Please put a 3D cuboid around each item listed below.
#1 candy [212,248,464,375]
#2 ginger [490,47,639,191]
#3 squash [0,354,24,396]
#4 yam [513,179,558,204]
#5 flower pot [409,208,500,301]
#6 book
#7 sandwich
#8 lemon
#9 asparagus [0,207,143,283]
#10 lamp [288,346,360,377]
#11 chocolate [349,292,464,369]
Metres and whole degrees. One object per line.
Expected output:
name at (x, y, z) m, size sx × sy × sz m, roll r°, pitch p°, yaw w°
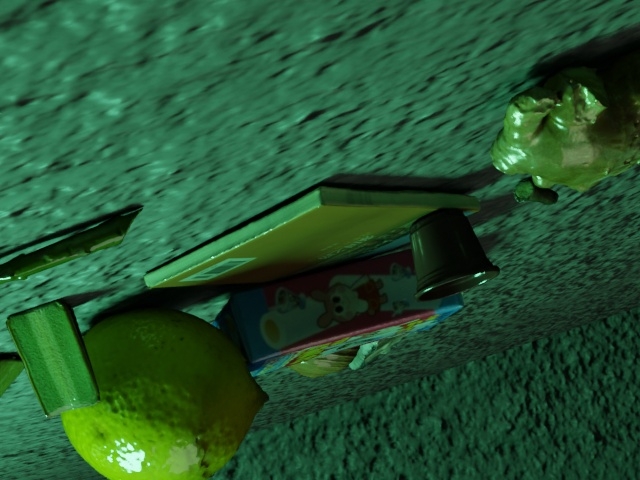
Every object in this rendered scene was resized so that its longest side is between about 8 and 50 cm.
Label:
candy at (0.020, 0.097, 1.925) m, size 0.306 × 0.100 × 0.157 m, roll -13°, pitch 169°, yaw -17°
ginger at (0.274, -0.121, 1.450) m, size 0.216 × 0.102 × 0.157 m, roll -11°, pitch 140°, yaw -17°
squash at (-0.501, 0.191, 1.824) m, size 0.237 × 0.155 × 0.204 m, roll -26°, pitch 131°, yaw 35°
yam at (0.289, -0.060, 1.930) m, size 0.033 × 0.027 × 0.129 m, roll -62°, pitch 156°, yaw 7°
flower pot at (0.152, 0.015, 1.752) m, size 0.111 × 0.089 × 0.111 m, roll -18°, pitch 168°, yaw -4°
book at (0.000, 0.000, 1.731) m, size 0.262 × 0.028 × 0.374 m, roll -26°, pitch 167°, yaw 30°
sandwich at (-0.303, 0.137, 1.643) m, size 0.074 × 0.116 × 0.074 m, roll -19°, pitch 169°, yaw -5°
lemon at (-0.210, 0.197, 1.798) m, size 0.253 × 0.228 × 0.228 m, roll 7°, pitch -179°, yaw 27°
asparagus at (-0.275, 0.021, 1.375) m, size 0.236 × 0.027 × 0.034 m, roll -21°, pitch 180°, yaw 4°
lamp at (-0.006, 0.131, 2.066) m, size 0.136 × 0.136 × 0.136 m, roll -19°, pitch 169°, yaw -4°
chocolate at (0.121, 0.111, 2.274) m, size 0.185 × 0.100 × 0.303 m, roll -28°, pitch 173°, yaw -12°
